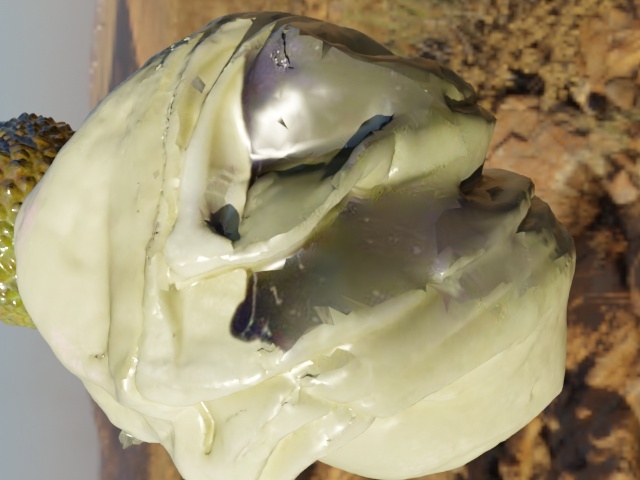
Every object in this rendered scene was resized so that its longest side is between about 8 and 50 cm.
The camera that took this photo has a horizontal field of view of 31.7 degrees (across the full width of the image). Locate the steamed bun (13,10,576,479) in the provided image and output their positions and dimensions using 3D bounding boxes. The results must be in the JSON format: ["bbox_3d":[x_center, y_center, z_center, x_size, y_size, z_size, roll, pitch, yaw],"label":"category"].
[{"bbox_3d":[0.000,0.000,0.630,0.206,0.319,0.275,129,138,-57],"label":"steamed bun"}]

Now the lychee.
[{"bbox_3d":[-0.356,-0.023,1.352,0.320,0.270,0.270,55,164,4],"label":"lychee"}]
